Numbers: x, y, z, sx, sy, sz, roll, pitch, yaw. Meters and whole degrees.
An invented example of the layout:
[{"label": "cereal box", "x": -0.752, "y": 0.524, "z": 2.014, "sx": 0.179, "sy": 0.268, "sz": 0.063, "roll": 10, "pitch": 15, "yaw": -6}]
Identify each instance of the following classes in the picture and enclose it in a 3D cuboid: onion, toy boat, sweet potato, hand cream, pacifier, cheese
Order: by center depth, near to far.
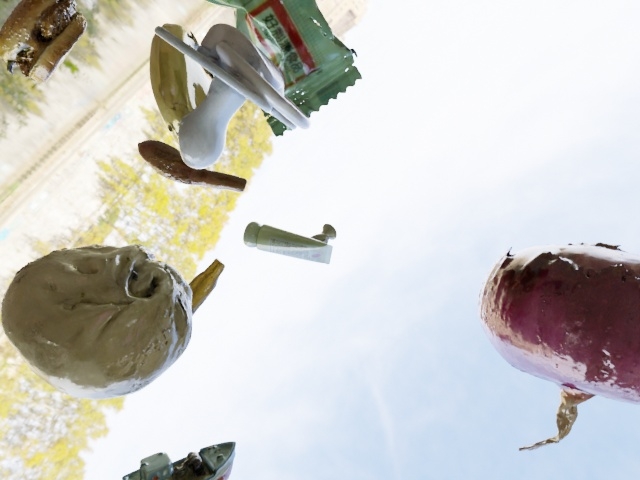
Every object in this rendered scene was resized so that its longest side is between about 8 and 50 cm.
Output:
[{"label": "pacifier", "x": -0.145, "y": -0.197, "z": 0.689, "sx": 0.207, "sy": 0.227, "sz": 0.279, "roll": -51, "pitch": 170, "yaw": 11}, {"label": "onion", "x": 0.453, "y": 0.153, "z": 0.738, "sx": 0.358, "sy": 0.358, "sz": 0.345, "roll": -21, "pitch": -103, "yaw": 38}, {"label": "cheese", "x": -0.347, "y": -0.377, "z": 1.175, "sx": 0.128, "sy": 0.259, "sz": 0.316, "roll": -19, "pitch": -120, "yaw": 14}, {"label": "toy boat", "x": -0.387, "y": 0.647, "z": 1.271, "sx": 0.145, "sy": 0.331, "sz": 0.133, "roll": 10, "pitch": -76, "yaw": 54}, {"label": "sweet potato", "x": -0.434, "y": -0.231, "z": 1.508, "sx": 0.109, "sy": 0.385, "sz": 0.109, "roll": -156, "pitch": -90, "yaw": -87}, {"label": "hand cream", "x": -0.110, "y": 0.014, "z": 1.540, "sx": 0.147, "sy": 0.305, "sz": 0.093, "roll": 99, "pitch": 9, "yaw": -61}]

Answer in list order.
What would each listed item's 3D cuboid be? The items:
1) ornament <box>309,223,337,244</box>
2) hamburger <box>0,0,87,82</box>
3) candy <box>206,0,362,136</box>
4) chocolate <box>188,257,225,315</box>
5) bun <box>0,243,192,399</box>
[{"label": "ornament", "x": 0.000, "y": 0.000, "z": 1.714, "sx": 0.081, "sy": 0.075, "sz": 0.156, "roll": -20, "pitch": -166, "yaw": 41}, {"label": "hamburger", "x": -0.559, "y": -0.418, "z": 0.913, "sx": 0.191, "sy": 0.118, "sz": 0.182, "roll": 4, "pitch": -111, "yaw": 44}, {"label": "candy", "x": -0.093, "y": -0.460, "z": 0.996, "sx": 0.262, "sy": 0.398, "sz": 0.172, "roll": -27, "pitch": -149, "yaw": 12}, {"label": "chocolate", "x": -0.369, "y": 0.147, "z": 1.368, "sx": 0.219, "sy": 0.085, "sz": 0.085, "roll": -54, "pitch": -152, "yaw": -11}, {"label": "bun", "x": -0.421, "y": 0.147, "z": 0.914, "sx": 0.234, "sy": 0.362, "sz": 0.326, "roll": -38, "pitch": -134, "yaw": 28}]
